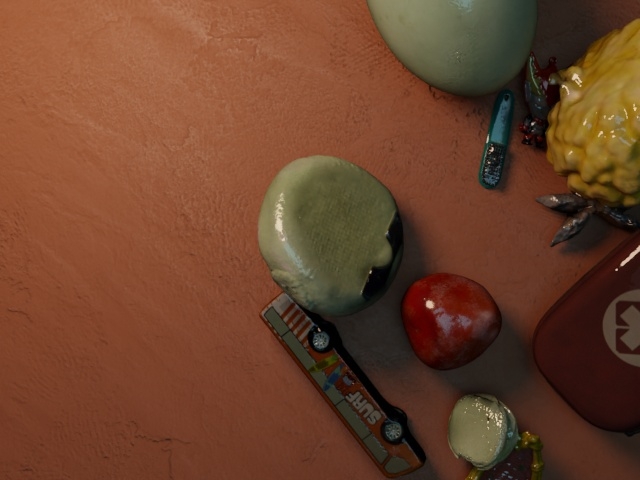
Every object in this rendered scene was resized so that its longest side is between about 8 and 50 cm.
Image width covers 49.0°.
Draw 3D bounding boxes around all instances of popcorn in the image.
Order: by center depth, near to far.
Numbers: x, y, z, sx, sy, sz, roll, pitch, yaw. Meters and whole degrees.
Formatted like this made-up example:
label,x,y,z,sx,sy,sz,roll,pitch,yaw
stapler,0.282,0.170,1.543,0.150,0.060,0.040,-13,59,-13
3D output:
label,x,y,z,sx,sy,sz,roll,pitch,yaw
popcorn,0.565,-0.194,1.187,0.381,0.349,0.349,37,91,-22

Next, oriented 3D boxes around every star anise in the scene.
label,x,y,z,sx,sy,sz,roll,pitch,yaw
star anise,0.508,-0.079,1.310,0.207,0.063,0.172,-4,85,3

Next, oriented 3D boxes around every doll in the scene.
label,x,y,z,sx,sy,sz,roll,pitch,yaw
doll,0.418,-0.262,1.322,0.109,0.057,0.169,9,102,-17

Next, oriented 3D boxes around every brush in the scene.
label,x,y,z,sx,sy,sz,roll,pitch,yaw
brush,0.339,-0.195,1.334,0.043,0.032,0.194,12,91,3

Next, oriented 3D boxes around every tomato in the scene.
label,x,y,z,sx,sy,sz,roll,pitch,yaw
tomato,0.237,0.141,1.276,0.187,0.151,0.187,0,84,2

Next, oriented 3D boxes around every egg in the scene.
label,x,y,z,sx,sy,sz,roll,pitch,yaw
egg,0.222,-0.435,1.221,0.276,0.276,0.389,-26,91,2

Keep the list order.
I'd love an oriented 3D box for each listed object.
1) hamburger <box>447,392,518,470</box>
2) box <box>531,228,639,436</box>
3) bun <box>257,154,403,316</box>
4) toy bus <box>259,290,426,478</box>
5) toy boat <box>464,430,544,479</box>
label,x,y,z,sx,sy,sz,roll,pitch,yaw
hamburger,0.291,0.344,1.281,0.062,0.140,0.133,28,93,-42
box,0.562,0.146,1.213,0.263,0.108,0.404,47,113,17
bun,0.000,0.000,1.266,0.293,0.187,0.293,13,65,-30
toy bus,0.045,0.261,1.310,0.092,0.093,0.409,-39,87,9
toy boat,0.325,0.492,1.294,0.141,0.099,0.318,21,93,6
